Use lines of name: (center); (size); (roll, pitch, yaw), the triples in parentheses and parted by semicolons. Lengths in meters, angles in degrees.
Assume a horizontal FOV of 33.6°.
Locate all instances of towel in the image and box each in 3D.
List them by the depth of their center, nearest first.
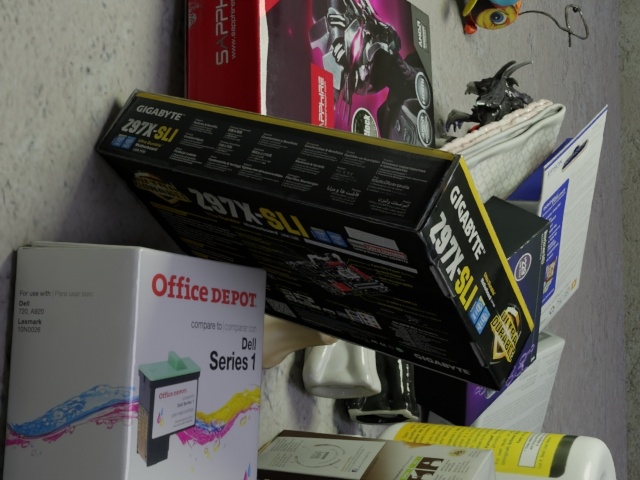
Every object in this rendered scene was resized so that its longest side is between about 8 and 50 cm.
towel: (0.228, -0.018, 1.514); (0.332, 0.053, 0.317); (-28, 135, -42)

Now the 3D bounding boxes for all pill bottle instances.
pill bottle: (0.161, 0.310, 1.232); (0.188, 0.334, 0.188); (1, 90, -64)

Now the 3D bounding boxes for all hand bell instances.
hand bell: (0.050, 0.077, 1.106); (0.126, 0.242, 0.126); (0, 90, -65)

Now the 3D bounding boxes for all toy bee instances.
toy bee: (0.275, -0.404, 1.724); (0.298, 0.162, 0.195); (58, 42, -8)

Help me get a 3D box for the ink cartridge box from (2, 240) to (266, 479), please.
ink cartridge box: (-0.142, 0.148, 0.846); (0.201, 0.117, 0.278); (15, 76, -64)

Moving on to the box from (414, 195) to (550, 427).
box: (0.216, 0.100, 1.446); (0.184, 0.103, 0.261); (-39, 141, -35)

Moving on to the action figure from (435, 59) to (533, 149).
action figure: (0.227, -0.150, 1.595); (0.164, 0.141, 0.276); (-18, 126, -56)

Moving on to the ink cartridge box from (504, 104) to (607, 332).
ink cartridge box: (0.335, -0.018, 1.559); (0.176, 0.069, 0.371); (-41, 147, -33)

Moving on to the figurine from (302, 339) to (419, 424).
figurine: (0.051, 0.101, 1.307); (0.215, 0.092, 0.209); (43, 44, -56)

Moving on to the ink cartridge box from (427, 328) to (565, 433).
ink cartridge box: (0.260, 0.348, 1.724); (0.308, 0.091, 0.385); (-11, 117, -56)

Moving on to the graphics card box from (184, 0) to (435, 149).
graphics card box: (0.003, -0.180, 1.118); (0.371, 0.094, 0.233); (17, 68, -58)

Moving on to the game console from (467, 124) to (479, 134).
game console: (0.308, 0.038, 1.860); (0.386, 0.060, 0.342); (55, 42, -51)

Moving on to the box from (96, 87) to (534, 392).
box: (0.000, 0.000, 0.907); (0.079, 0.322, 0.257); (-59, 144, -22)

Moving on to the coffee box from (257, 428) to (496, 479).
coffee box: (0.055, 0.288, 1.109); (0.098, 0.246, 0.141); (-34, 121, -59)
